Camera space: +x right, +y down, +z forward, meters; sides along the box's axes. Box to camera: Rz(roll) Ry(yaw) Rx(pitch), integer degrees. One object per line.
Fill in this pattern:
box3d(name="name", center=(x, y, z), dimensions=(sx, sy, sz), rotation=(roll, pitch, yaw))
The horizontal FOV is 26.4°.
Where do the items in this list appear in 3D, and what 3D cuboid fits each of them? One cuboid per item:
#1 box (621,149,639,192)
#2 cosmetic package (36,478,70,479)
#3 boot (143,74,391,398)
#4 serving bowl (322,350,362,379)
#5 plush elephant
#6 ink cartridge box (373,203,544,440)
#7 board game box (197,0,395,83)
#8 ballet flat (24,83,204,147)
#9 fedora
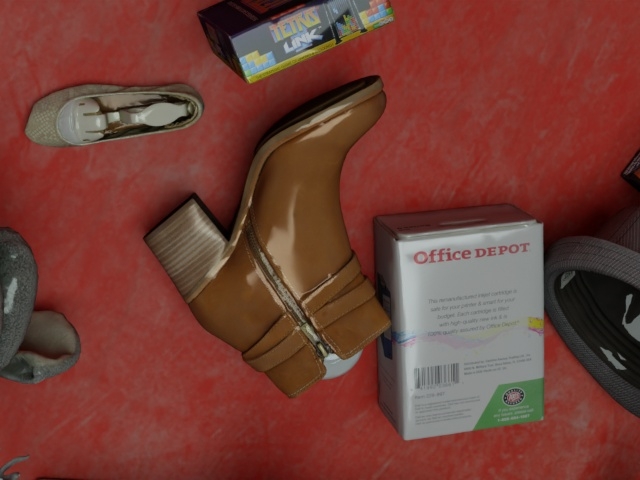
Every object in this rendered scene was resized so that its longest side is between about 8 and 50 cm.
box3d(name="box", center=(0.468, -0.044, 1.398), dimensions=(0.247, 0.142, 0.163), rotation=(36, 94, -20))
box3d(name="cosmetic package", center=(-0.070, 0.385, 1.368), dimensions=(0.453, 0.161, 0.230), rotation=(7, 102, -16))
box3d(name="boot", center=(0.000, 0.000, 1.293), dimensions=(0.283, 0.109, 0.220), rotation=(-40, 99, 5))
box3d(name="serving bowl", center=(0.007, 0.104, 1.384), dimensions=(0.083, 0.027, 0.083), rotation=(-4, 105, -14))
box3d(name="plush elephant", center=(-0.359, 0.098, 1.191), dimensions=(0.272, 0.255, 0.330), rotation=(-32, 102, -14))
box3d(name="ink cartridge box", center=(0.139, 0.078, 1.376), dimensions=(0.154, 0.093, 0.212), rotation=(-7, 107, -12))
box3d(name="board game box", center=(-0.026, -0.201, 1.218), dimensions=(0.141, 0.170, 0.048), rotation=(-24, 111, -7))
box3d(name="ballet flat", center=(-0.190, -0.118, 1.262), dimensions=(0.168, 0.052, 0.057), rotation=(-11, 107, -11))
box3d(name="fedora", center=(0.348, 0.066, 1.370), dimensions=(0.124, 0.244, 0.275), rotation=(-49, 115, -21))
